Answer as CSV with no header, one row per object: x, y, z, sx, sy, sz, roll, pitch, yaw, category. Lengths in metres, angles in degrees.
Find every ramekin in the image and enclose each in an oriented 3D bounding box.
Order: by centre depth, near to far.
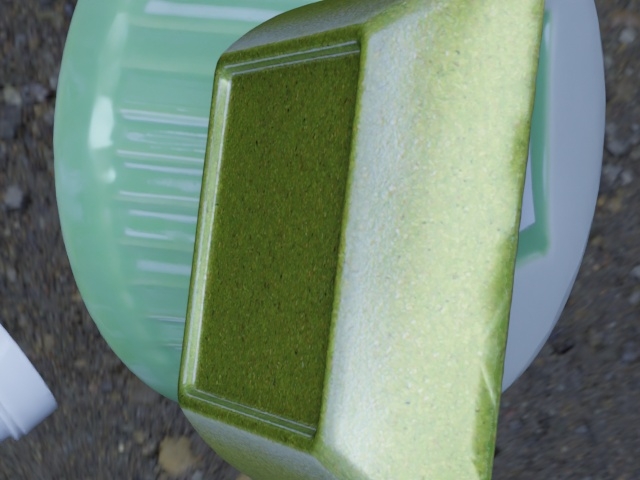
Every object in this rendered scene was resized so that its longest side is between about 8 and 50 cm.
0.023,-0.052,0.820,0.148,0.303,0.303,8,71,34,ramekin

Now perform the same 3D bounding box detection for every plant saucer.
0.000,0.000,0.553,0.045,0.188,0.188,8,88,-24,plant saucer

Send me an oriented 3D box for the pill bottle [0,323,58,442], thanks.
-0.229,0.111,0.833,0.180,0.108,0.108,-38,84,-15,pill bottle
